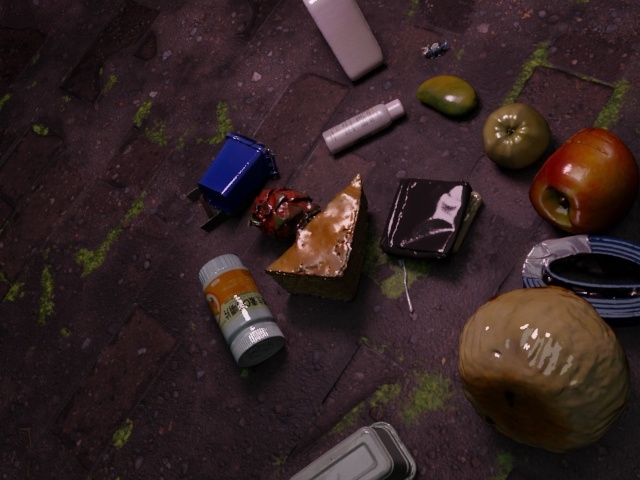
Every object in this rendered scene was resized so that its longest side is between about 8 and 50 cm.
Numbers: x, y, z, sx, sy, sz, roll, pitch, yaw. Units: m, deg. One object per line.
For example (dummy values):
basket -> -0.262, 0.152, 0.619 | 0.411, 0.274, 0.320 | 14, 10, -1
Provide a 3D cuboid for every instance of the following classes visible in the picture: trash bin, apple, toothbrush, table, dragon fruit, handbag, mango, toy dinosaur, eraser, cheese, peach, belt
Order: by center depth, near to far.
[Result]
belt -> 0.687, 0.102, 1.503 | 0.346, 0.117, 0.213 | 5, 73, 22
peach -> 0.693, -0.150, 1.547 | 0.274, 0.248, 0.245 | -42, 86, -21
apple -> 0.543, -0.292, 1.683 | 0.200, 0.200, 0.200 | -7, 67, 18
cheese -> 0.399, -0.053, 1.716 | 0.064, 0.043, 0.194 | 24, 80, 27
handbag -> 0.304, -0.059, 1.717 | 0.223, 0.080, 0.247 | 10, 73, 35
toothbrush -> 0.247, 0.128, 1.719 | 0.017, 0.014, 0.162 | -11, 65, 1
dragon fruit -> -0.119, -0.082, 1.854 | 0.188, 0.182, 0.182 | 30, 80, -11
mango -> 0.395, -0.453, 1.854 | 0.191, 0.085, 0.122 | 38, 89, 28
trash bin -> -0.266, -0.212, 1.938 | 0.184, 0.163, 0.234 | 25, 65, 21
toy dinosaur -> 0.372, -0.622, 1.952 | 0.083, 0.047, 0.031 | -14, 64, 17
eraser -> 0.056, -0.727, 1.967 | 0.149, 0.331, 0.331 | -28, 62, 8
table -> -0.349, -0.136, 2.024 | 0.175, 0.062, 0.146 | -35, 61, 8

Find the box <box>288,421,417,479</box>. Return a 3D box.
box -> 0.069, 0.593, 1.504 | 0.311, 0.182, 0.175 | -36, 61, 3

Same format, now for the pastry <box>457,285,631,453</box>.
pastry -> 0.503, 0.278, 1.372 | 0.388, 0.389, 0.312 | 27, 55, 27

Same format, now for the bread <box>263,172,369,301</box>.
bread -> 0.000, 0.000, 1.736 | 0.278, 0.248, 0.315 | -4, 64, 18

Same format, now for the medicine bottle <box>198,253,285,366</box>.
medicine bottle -> -0.242, 0.201, 1.792 | 0.158, 0.158, 0.318 | -35, 61, 5

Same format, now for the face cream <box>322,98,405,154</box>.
face cream -> 0.141, -0.368, 1.919 | 0.269, 0.082, 0.082 | -25, 63, 10
